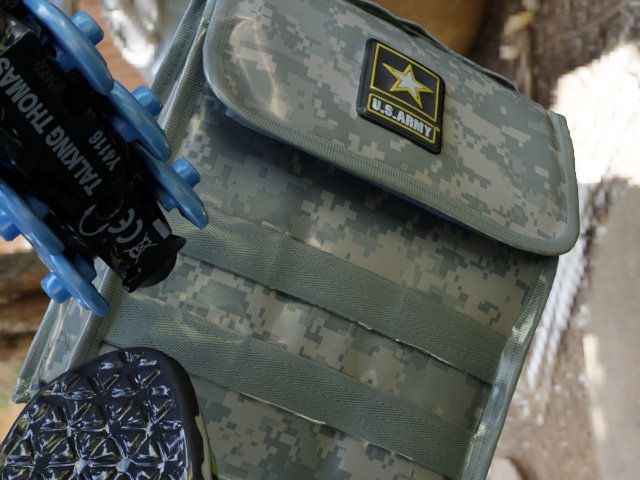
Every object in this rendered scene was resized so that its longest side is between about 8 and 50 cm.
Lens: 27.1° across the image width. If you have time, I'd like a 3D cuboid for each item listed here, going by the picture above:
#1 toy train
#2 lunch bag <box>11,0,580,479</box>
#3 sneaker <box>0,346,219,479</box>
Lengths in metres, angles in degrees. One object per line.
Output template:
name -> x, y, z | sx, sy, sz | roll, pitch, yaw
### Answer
toy train -> -0.110, -0.046, 0.503 | 0.105, 0.080, 0.184 | 44, 171, 31
lunch bag -> 0.000, 0.000, 0.732 | 0.287, 0.235, 0.169 | -69, 17, -10
sneaker -> -0.066, 0.156, 0.469 | 0.097, 0.084, 0.235 | 63, -161, -61
